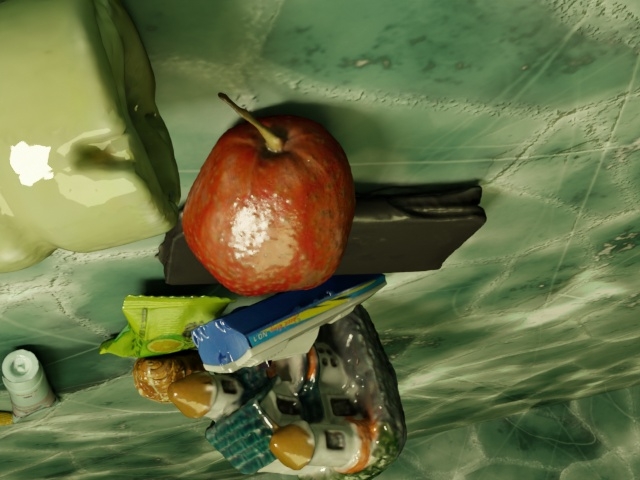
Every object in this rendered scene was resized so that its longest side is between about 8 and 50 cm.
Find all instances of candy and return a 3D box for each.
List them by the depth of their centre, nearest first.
[{"bbox_3d":[-0.214,0.119,1.044,0.149,0.069,0.246,-3,156,-24],"label":"candy"}]

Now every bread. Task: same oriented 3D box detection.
[{"bbox_3d":[-0.226,0.203,1.143,0.105,0.076,0.233,1,174,5],"label":"bread"}]

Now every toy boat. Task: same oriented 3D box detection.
[{"bbox_3d":[-0.015,0.096,1.011,0.295,0.088,0.129,-21,177,-38],"label":"toy boat"}]

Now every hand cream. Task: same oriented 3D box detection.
[{"bbox_3d":[-0.464,0.238,1.220,0.085,0.058,0.331,-24,167,-24],"label":"hand cream"}]

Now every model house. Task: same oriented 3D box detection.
[{"bbox_3d":[-0.061,0.207,1.061,0.301,0.271,0.190,14,140,-42],"label":"model house"}]

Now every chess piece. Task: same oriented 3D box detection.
[{"bbox_3d":[-0.323,-0.029,0.498,0.442,0.234,0.234,-15,156,0],"label":"chess piece"}]

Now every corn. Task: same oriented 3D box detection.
[{"bbox_3d":[-0.584,0.317,1.362,0.028,0.027,0.083,-5,164,29],"label":"corn"}]

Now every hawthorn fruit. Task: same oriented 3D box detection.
[{"bbox_3d":[-0.039,-0.050,0.681,0.163,0.162,0.203,-4,137,-17],"label":"hawthorn fruit"}]

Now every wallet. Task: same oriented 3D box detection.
[{"bbox_3d":[0.000,0.000,0.898,0.378,0.051,0.197,-4,158,-15],"label":"wallet"}]
